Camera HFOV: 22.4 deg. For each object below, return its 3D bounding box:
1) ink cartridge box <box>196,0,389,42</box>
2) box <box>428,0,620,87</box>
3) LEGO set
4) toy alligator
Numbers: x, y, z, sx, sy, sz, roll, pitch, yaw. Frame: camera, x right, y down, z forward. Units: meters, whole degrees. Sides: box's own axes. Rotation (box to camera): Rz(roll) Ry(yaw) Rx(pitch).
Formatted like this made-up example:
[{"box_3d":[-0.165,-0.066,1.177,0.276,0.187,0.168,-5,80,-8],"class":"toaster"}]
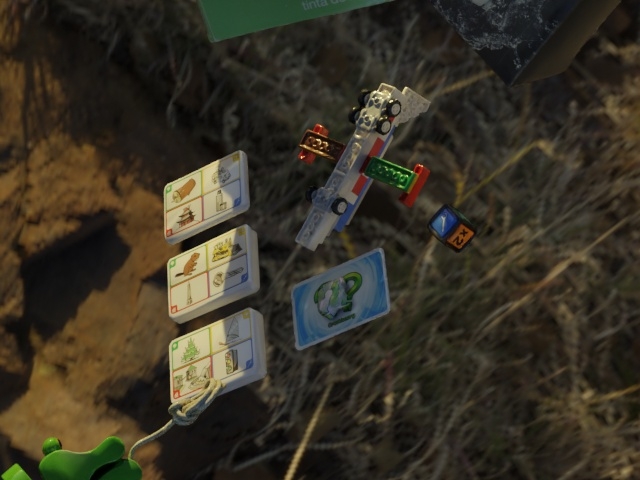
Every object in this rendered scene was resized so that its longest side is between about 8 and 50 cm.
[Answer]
[{"box_3d":[-0.030,-0.217,0.672,0.093,0.212,0.154,-11,36,14],"class":"ink cartridge box"},{"box_3d":[0.159,-0.229,1.232,0.158,0.156,0.093,49,37,16],"class":"box"},{"box_3d":[0.000,0.000,1.109,0.060,0.244,0.182,32,43,-45],"class":"LEGO set"},{"box_3d":[-0.126,0.118,0.744,0.051,0.056,0.190,44,76,-1],"class":"toy alligator"}]
